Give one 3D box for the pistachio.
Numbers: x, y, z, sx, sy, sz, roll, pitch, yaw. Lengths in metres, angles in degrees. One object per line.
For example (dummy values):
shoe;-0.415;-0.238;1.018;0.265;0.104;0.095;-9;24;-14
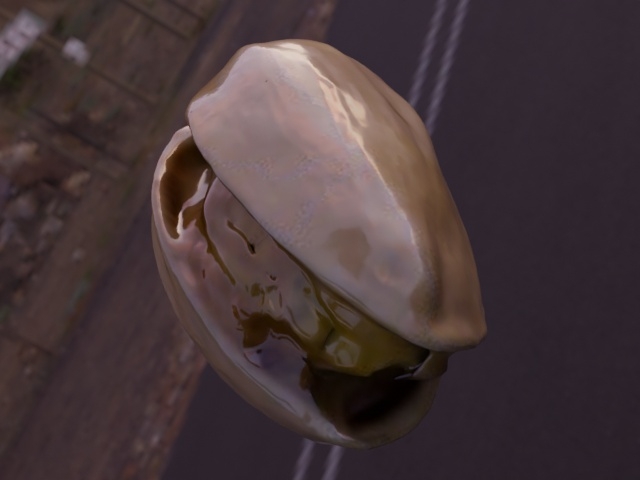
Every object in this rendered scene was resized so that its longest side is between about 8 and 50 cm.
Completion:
pistachio;0.000;0.000;0.776;0.157;0.157;0.229;-54;37;24
